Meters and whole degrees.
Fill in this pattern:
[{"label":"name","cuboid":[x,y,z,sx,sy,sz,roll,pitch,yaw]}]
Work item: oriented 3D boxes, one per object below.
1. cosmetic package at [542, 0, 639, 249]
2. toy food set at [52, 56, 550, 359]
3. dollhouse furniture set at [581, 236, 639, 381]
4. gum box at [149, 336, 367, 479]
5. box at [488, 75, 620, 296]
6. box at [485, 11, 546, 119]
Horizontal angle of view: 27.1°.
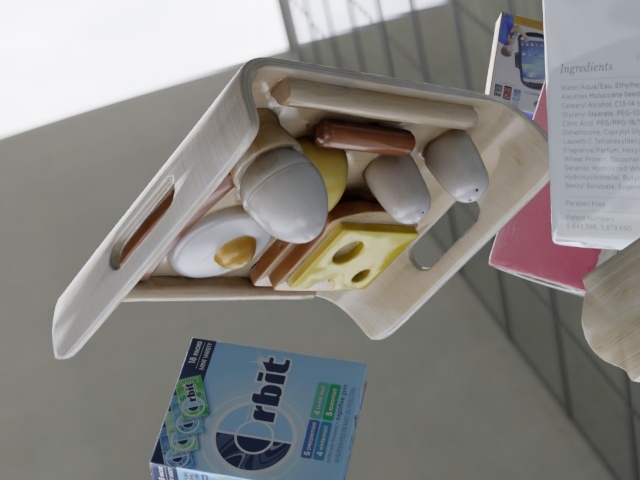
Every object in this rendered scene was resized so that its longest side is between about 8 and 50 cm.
[{"label":"cosmetic package","cuboid":[0.250,-0.093,0.863,0.151,0.184,0.151,-12,-168,-43]},{"label":"toy food set","cuboid":[0.000,0.000,0.872,0.306,0.220,0.092,3,-131,-46]},{"label":"dollhouse furniture set","cuboid":[0.233,0.078,0.634,0.101,0.182,0.161,-39,-126,28]},{"label":"gum box","cuboid":[-0.058,0.180,1.317,0.184,0.041,0.157,8,-131,9]},{"label":"box","cuboid":[0.263,-0.060,1.125,0.148,0.232,0.127,17,180,-37]},{"label":"box","cuboid":[0.222,-0.176,1.430,0.081,0.028,0.136,13,-118,-4]}]
